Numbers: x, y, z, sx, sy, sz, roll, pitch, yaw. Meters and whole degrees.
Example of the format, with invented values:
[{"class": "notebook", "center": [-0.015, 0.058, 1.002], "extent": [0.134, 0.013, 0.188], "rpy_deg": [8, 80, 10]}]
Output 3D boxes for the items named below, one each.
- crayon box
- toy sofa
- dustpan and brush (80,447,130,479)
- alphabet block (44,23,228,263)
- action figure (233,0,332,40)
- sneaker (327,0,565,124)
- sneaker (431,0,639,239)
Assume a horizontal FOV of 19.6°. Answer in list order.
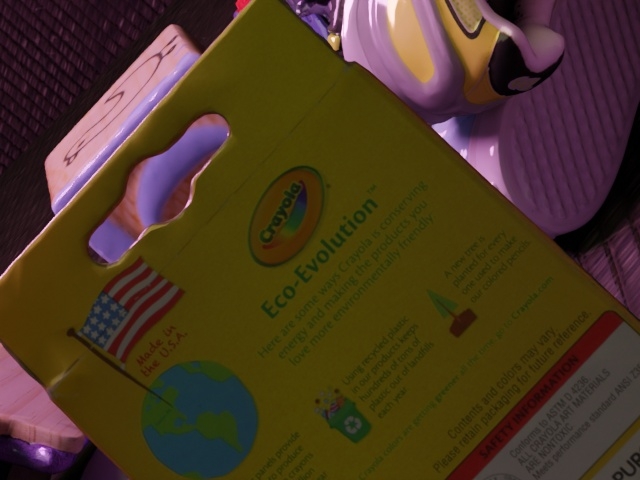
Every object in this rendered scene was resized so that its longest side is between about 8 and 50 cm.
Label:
[{"class": "crayon box", "center": [0.031, 0.068, 0.812], "extent": [0.202, 0.318, 0.081], "rpy_deg": [-46, -8, 4]}, {"class": "toy sofa", "center": [-0.266, 0.179, 1.480], "extent": [0.362, 0.177, 0.150], "rpy_deg": [-54, -19, -86]}, {"class": "dustpan and brush", "center": [-0.140, 0.171, 1.471], "extent": [0.147, 0.060, 0.211], "rpy_deg": [-42, 23, -3]}, {"class": "alphabet block", "center": [-0.115, -0.055, 1.655], "extent": [0.192, 0.193, 0.197], "rpy_deg": [-46, 17, 2]}, {"class": "action figure", "center": [0.059, -0.227, 1.734], "extent": [0.330, 0.178, 0.341], "rpy_deg": [-40, 54, 21]}, {"class": "sneaker", "center": [0.118, -0.259, 1.158], "extent": [0.147, 0.145, 0.384], "rpy_deg": [4, 86, 47]}, {"class": "sneaker", "center": [0.157, -0.146, 1.284], "extent": [0.150, 0.135, 0.366], "rpy_deg": [-16, 35, 52]}]
